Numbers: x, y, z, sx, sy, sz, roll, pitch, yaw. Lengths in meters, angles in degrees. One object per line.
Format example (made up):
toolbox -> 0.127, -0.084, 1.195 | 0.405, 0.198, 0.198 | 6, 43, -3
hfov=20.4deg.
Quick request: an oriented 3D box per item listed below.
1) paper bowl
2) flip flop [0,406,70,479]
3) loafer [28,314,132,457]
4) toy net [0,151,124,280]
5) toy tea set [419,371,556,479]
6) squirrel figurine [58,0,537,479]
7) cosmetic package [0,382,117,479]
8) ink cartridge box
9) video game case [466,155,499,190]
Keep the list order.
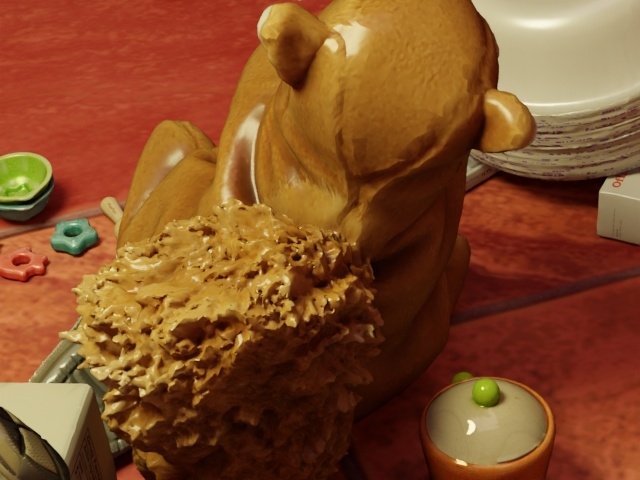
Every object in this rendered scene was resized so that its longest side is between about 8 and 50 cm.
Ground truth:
paper bowl -> 0.220, -0.202, 1.551 | 0.284, 0.148, 0.284 | -10, 47, 11
flip flop -> -0.270, 0.113, 1.136 | 0.277, 0.112, 0.080 | 20, 73, 30
loafer -> -0.155, 0.090, 1.403 | 0.087, 0.094, 0.251 | -14, 24, 48
toy net -> -0.205, -0.010, 1.550 | 0.232, 0.045, 0.122 | 11, 41, 19
toy tea set -> 0.155, 0.206, 1.179 | 0.336, 0.124, 0.200 | 26, 48, 32
squirrel figurine -> 0.000, 0.000, 1.223 | 0.281, 0.370, 0.397 | 28, 55, -5
cosmetic package -> -0.229, 0.244, 1.153 | 0.129, 0.153, 0.296 | 1, 38, 11
ink cartridge box -> 0.307, -0.035, 1.519 | 0.122, 0.052, 0.088 | 13, 42, 23
video game case -> 0.123, -0.129, 1.679 | 0.183, 0.023, 0.201 | -30, 45, -28
